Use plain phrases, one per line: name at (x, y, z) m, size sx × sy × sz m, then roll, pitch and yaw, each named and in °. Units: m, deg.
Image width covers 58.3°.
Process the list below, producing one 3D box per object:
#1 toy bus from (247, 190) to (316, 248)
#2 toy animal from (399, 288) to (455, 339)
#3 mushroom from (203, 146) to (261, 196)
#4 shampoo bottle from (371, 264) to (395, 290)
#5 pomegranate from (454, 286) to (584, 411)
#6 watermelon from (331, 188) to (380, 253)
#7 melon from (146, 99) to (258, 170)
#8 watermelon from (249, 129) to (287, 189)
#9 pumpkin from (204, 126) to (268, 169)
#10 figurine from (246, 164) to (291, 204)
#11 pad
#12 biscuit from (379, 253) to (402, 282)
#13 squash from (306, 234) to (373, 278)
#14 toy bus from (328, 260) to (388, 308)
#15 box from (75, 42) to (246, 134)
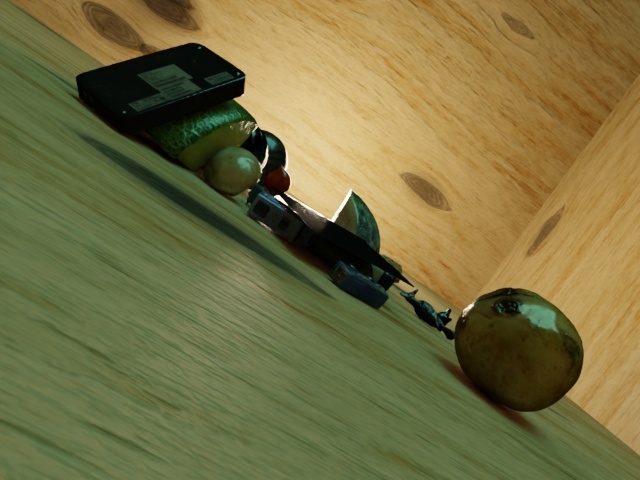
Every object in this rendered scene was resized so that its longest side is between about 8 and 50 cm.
toy bus at (-0.088, -0.045, 1.359) m, size 0.167 × 0.073 × 0.076 m, roll 32°, pitch 7°, yaw 1°
toy animal at (0.320, 0.212, 1.715) m, size 0.202 × 0.070 × 0.105 m, roll 39°, pitch 23°, yaw 1°
mushroom at (-0.219, -0.171, 1.429) m, size 0.148 × 0.112 × 0.148 m, roll 6°, pitch 44°, yaw -6°
shampoo bottle at (0.050, 0.020, 1.646) m, size 0.359 × 0.078 × 0.134 m, roll 34°, pitch 1°, yaw -8°
pomegranate at (0.405, 0.224, 1.190) m, size 0.260 × 0.260 × 0.260 m, roll 35°, pitch 5°, yaw -3°
watermelon at (0.098, 0.007, 2.023) m, size 0.290 × 0.213 × 0.320 m, roll -72°, pitch 154°, yaw -53°
melon at (-0.384, -0.322, 1.489) m, size 0.343 × 0.226 × 0.331 m, roll 38°, pitch 47°, yaw 11°
watermelon at (-0.212, -0.269, 1.934) m, size 0.212 × 0.212 × 0.212 m, roll 35°, pitch 5°, yaw -3°
pumpkin at (-0.273, -0.288, 1.685) m, size 0.249 × 0.216 × 0.250 m, roll 10°, pitch 2°, yaw 0°
figurine at (-0.135, -0.137, 1.528) m, size 0.075 × 0.140 × 0.068 m, roll 33°, pitch 8°, yaw -44°
pad at (0.056, -0.008, 1.424) m, size 0.367 × 0.007 × 0.247 m, roll 28°, pitch 12°, yaw -38°
biscuit at (0.267, 0.112, 2.300) m, size 0.070 × 0.082 × 0.168 m, roll 5°, pitch -18°, yaw 42°
squash at (0.000, 0.001, 1.461) m, size 0.331 × 0.087 × 0.087 m, roll 35°, pitch 4°, yaw 14°
toy bus at (0.087, 0.100, 1.272) m, size 0.153 × 0.051 × 0.061 m, roll 32°, pitch 11°, yaw -40°
box at (-0.366, -0.367, 1.350) m, size 0.211 × 0.058 × 0.350 m, roll 39°, pitch 50°, yaw 23°
